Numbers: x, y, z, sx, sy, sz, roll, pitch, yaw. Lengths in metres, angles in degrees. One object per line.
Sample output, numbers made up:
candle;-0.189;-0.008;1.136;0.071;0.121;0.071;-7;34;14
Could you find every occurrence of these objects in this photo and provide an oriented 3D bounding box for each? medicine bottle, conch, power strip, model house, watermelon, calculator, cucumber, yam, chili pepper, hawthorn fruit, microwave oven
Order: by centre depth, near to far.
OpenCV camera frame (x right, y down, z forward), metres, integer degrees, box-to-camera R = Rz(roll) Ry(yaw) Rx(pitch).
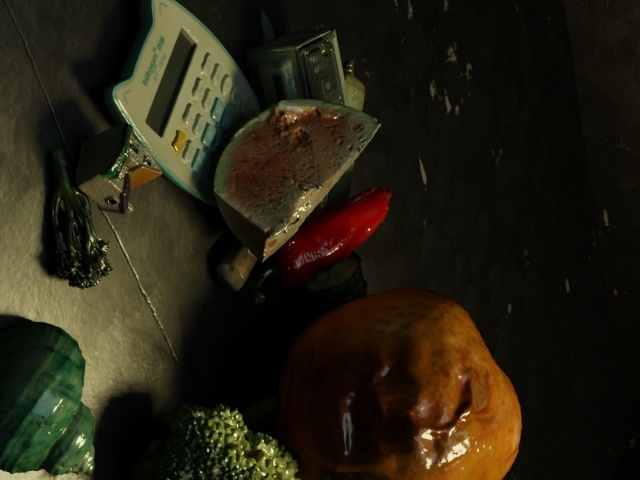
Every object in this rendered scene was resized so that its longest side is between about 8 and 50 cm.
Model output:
conch;-0.367;0.223;1.249;0.196;0.134;0.202;-38;122;-48
model house;-0.290;-0.096;1.363;0.100;0.088;0.100;52;26;-39
calculator;-0.208;-0.213;1.541;0.386;0.055;0.256;43;57;-51
watermelon;-0.039;-0.118;1.608;0.305;0.180;0.224;-47;132;-22
hawthorn fruit;0.131;0.314;1.659;0.472;0.472;0.471;-5;97;-57
yam;-0.103;-0.033;1.702;0.299;0.066;0.066;-62;139;-34
medicine bottle;-0.106;0.324;1.726;0.199;0.058;0.057;-21;110;-56
microwave oven;-0.033;-0.272;1.739;0.162;0.123;0.208;-39;124;-50
chili pepper;0.000;0.000;1.773;0.388;0.110;0.110;-30;118;-30
cucumber;0.040;0.139;1.881;0.134;0.134;0.244;-54;141;-40
power strip;0.026;-0.181;1.895;0.092;0.066;0.387;20;78;-54

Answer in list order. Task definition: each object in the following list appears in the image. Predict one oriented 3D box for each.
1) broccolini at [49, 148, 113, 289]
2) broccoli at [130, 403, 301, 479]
broccolini;-0.348;-0.028;1.329;0.091;0.068;0.202;-21;110;-34
broccoli;-0.163;0.398;1.501;0.260;0.235;0.288;-16;140;-53
